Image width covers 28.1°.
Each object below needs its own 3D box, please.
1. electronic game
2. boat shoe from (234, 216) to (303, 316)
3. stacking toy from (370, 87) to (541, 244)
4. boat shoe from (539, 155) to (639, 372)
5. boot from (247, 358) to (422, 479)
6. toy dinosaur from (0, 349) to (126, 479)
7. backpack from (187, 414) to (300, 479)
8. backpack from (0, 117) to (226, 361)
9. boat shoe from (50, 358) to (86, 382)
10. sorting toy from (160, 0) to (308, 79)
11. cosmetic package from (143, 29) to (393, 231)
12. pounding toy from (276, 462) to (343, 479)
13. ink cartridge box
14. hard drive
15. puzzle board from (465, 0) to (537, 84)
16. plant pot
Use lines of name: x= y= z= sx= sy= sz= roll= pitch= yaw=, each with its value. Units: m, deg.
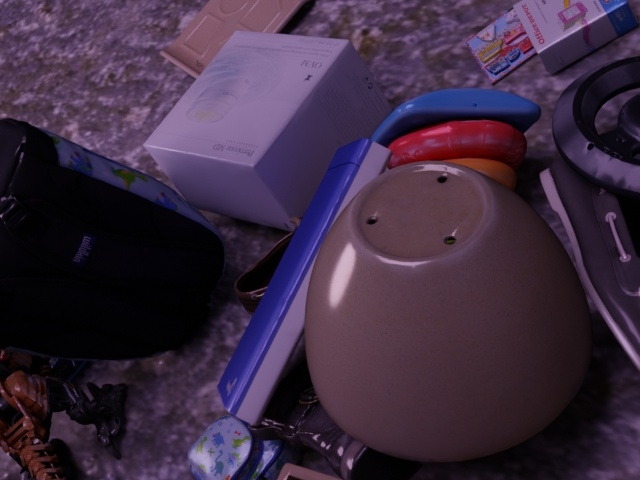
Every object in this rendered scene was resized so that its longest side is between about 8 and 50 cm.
electronic game: x=0.362 y=-0.123 z=1.360 sx=0.229 sy=0.048 sz=0.229 roll=-4 pitch=45 yaw=4
boat shoe: x=0.003 y=0.005 z=1.569 sx=0.257 sy=0.095 sz=0.095 roll=-43 pitch=43 yaw=5
stacking toy: x=0.161 y=-0.003 z=1.430 sx=0.166 sy=0.175 sz=0.302 roll=130 pitch=137 yaw=-69
boat shoe: x=0.317 y=0.014 z=1.304 sx=0.095 sy=0.112 sz=0.335 roll=-36 pitch=40 yaw=18
boot: x=0.064 y=0.152 z=1.364 sx=0.263 sy=0.091 sz=0.229 roll=-35 pitch=26 yaw=-15
toy dinosaur: x=-0.374 y=0.222 z=1.620 sx=0.164 sy=0.218 sz=0.322 roll=-27 pitch=47 yaw=20
backpack: x=-0.087 y=0.248 z=1.472 sx=0.114 sy=0.084 sz=0.105 roll=-47 pitch=45 yaw=-4
backpack: x=-0.288 y=0.016 z=1.606 sx=0.273 sy=0.355 sz=0.290 roll=40 pitch=110 yaw=58
boat shoe: x=-0.349 y=0.084 z=1.794 sx=0.109 sy=0.089 sz=0.258 roll=4 pitch=62 yaw=40
sorting toy: x=-0.127 y=-0.324 z=1.960 sx=0.208 sy=0.038 sz=0.193 roll=-47 pitch=43 yaw=-6
cosmetic package: x=-0.070 y=-0.149 z=1.684 sx=0.224 sy=0.138 sz=0.224 roll=13 pitch=60 yaw=44
pounding toy: x=-0.032 y=0.338 z=1.353 sx=0.206 sy=0.094 sz=0.181 roll=9 pitch=66 yaw=40
ink cartridge box: x=0.308 y=-0.273 z=1.552 sx=0.122 sy=0.052 sz=0.088 roll=-30 pitch=54 yaw=15
hard drive: x=-0.023 y=0.041 z=1.427 sx=0.318 sy=0.040 sz=0.210 roll=-63 pitch=7 yaw=-3
puzzle board: x=0.252 y=-0.265 z=1.631 sx=0.128 sy=0.011 sz=0.096 roll=-35 pitch=45 yaw=12
plant pot: x=0.108 y=0.038 z=1.205 sx=0.284 sy=0.191 sz=0.284 roll=-8 pitch=46 yaw=9
